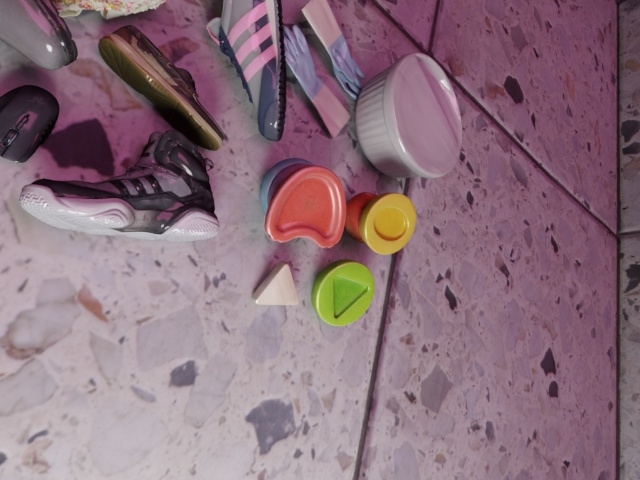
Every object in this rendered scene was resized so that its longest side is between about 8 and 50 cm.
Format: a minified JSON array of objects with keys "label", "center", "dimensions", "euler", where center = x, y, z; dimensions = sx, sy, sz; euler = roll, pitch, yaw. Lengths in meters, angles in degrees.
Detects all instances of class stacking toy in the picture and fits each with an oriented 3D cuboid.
[{"label":"stacking toy","center":[0.000,0.000,0.895],"dimensions":[0.309,0.130,0.279],"euler":[19,97,-34]}]

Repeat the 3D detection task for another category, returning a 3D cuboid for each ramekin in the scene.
[{"label":"ramekin","center":[0.192,-0.262,1.042],"dimensions":[0.273,0.127,0.272],"euler":[6,81,-43]}]

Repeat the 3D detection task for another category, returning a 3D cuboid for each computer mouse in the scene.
[{"label":"computer mouse","center":[-0.406,-0.101,0.579],"dimensions":[0.071,0.041,0.242],"euler":[36,62,-31]}]

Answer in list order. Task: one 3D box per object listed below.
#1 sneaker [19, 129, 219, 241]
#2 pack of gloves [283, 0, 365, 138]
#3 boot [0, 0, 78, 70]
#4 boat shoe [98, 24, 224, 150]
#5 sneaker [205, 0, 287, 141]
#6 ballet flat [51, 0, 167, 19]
[{"label":"sneaker","center":[-0.265,-0.084,0.661],"dimensions":[0.269,0.101,0.153],"euler":[9,76,-45]},{"label":"pack of gloves","center":[0.001,-0.360,0.977],"dimensions":[0.232,0.046,0.195],"euler":[54,51,-31]},{"label":"boot","center":[-0.462,-0.257,0.487],"dimensions":[0.338,0.118,0.222],"euler":[39,62,-16]},{"label":"boat shoe","center":[-0.228,-0.237,0.727],"dimensions":[0.223,0.080,0.073],"euler":[42,63,-22]},{"label":"sneaker","center":[-0.129,-0.334,0.829],"dimensions":[0.131,0.112,0.318],"euler":[-4,100,2]},{"label":"ballet flat","center":[-0.329,-0.355,0.666],"dimensions":[0.241,0.077,0.091],"euler":[-17,71,-39]}]
